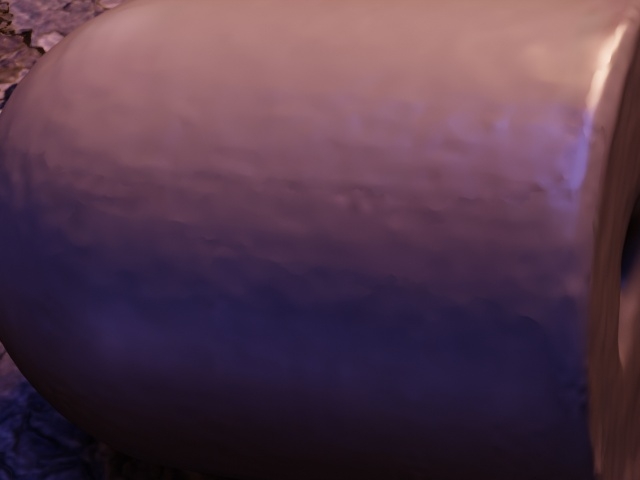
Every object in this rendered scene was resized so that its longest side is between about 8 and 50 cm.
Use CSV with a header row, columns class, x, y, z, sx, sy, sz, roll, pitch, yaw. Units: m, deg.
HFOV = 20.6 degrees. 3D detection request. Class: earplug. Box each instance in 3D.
class,x,y,z,sx,sy,sz,roll,pitch,yaw
earplug,0.000,0.000,1.041,0.394,0.313,0.313,4,50,20
